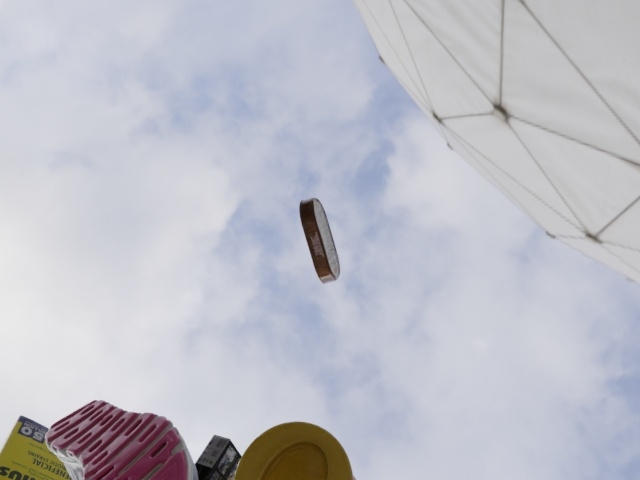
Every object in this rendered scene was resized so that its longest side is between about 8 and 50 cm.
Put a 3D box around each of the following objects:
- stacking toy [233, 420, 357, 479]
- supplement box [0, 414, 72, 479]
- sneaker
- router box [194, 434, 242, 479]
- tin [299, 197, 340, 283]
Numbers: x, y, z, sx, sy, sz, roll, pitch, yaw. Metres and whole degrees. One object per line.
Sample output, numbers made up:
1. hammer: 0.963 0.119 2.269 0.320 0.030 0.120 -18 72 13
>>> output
1. stacking toy: -0.002 0.370 0.587 0.279 0.130 0.309 25 -112 26
2. supplement box: -0.534 0.513 1.090 0.194 0.356 0.195 32 -80 -17
3. sneaker: -0.124 0.159 0.415 0.170 0.075 0.063 0 -148 48
4. router box: -0.196 0.462 1.108 0.046 0.133 0.179 2 -139 34
5. tin: 0.000 0.000 1.339 0.040 0.106 0.190 -14 -81 19
